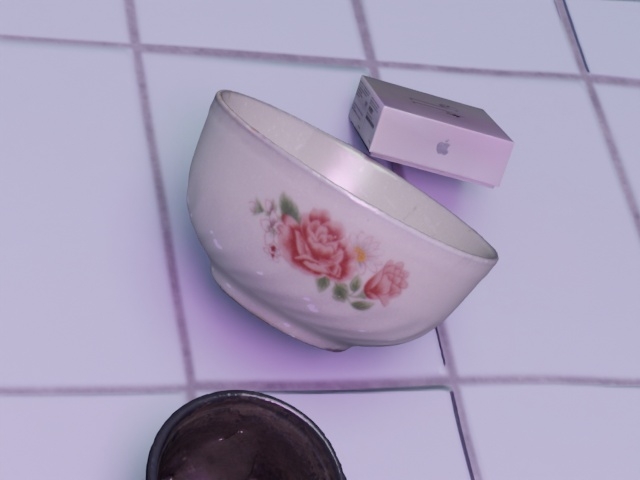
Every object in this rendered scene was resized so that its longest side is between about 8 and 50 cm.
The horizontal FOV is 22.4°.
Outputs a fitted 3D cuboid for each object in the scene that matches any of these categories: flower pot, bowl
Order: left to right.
[{"bbox_3d":[-0.070,0.206,1.238,0.157,0.107,0.157,12,55,-17],"label":"flower pot"},{"bbox_3d":[0.000,0.000,1.361,0.277,0.145,0.277,29,8,-4],"label":"bowl"}]

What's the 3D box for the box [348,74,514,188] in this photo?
[{"bbox_3d":[0.102,-0.104,1.535,0.129,0.051,0.130,14,17,-12],"label":"box"}]
